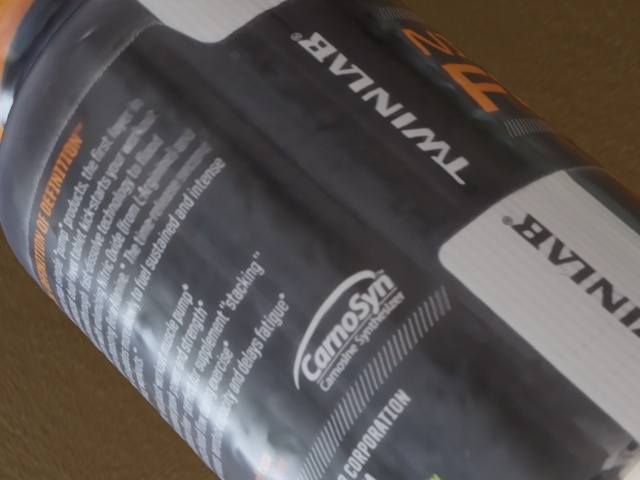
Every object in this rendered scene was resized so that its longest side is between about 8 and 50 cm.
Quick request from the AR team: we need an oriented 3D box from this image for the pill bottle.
[{"bbox_3d":[0.000,0.000,0.461,0.130,0.130,0.245,-41,-115,-13],"label":"pill bottle"}]
